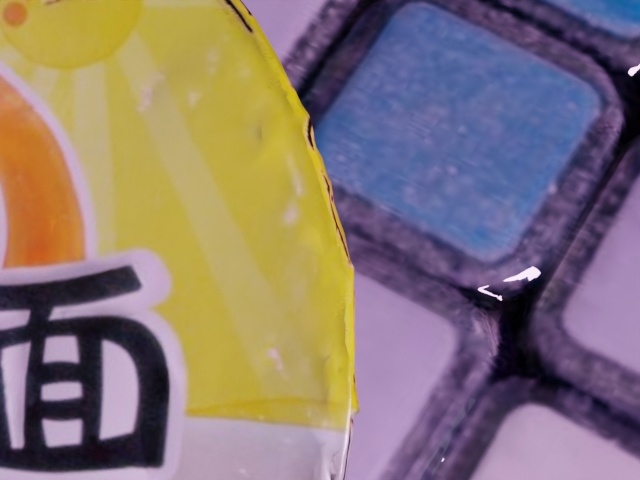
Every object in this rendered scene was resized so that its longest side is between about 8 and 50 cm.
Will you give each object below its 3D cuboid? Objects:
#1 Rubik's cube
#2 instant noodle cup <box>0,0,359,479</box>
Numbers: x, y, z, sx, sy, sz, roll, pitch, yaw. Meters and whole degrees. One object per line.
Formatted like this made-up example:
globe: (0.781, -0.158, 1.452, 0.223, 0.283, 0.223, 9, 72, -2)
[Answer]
Rubik's cube: (0.042, 0.031, 0.850, 0.362, 0.359, 0.363, -60, 170, -22)
instant noodle cup: (-0.118, 0.031, 0.469, 0.264, 0.264, 0.200, -63, 177, -1)
